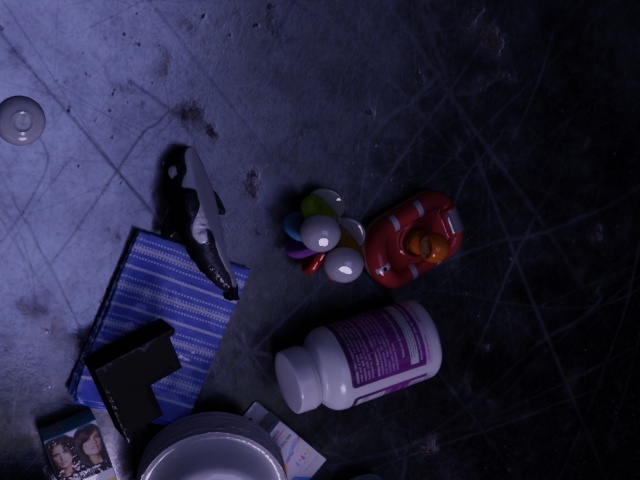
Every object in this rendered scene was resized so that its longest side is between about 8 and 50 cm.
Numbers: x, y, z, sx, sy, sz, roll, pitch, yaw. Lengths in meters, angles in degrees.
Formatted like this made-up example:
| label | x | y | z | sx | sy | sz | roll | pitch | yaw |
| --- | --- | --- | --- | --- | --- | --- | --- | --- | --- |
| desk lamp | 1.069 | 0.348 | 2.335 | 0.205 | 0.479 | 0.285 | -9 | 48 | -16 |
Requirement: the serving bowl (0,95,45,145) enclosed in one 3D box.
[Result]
| label | x | y | z | sx | sy | sz | roll | pitch | yaw |
| --- | --- | --- | --- | --- | --- | --- | --- | --- | --- |
| serving bowl | -0.496 | -0.198 | 1.605 | 0.083 | 0.027 | 0.083 | -5 | 103 | -25 |

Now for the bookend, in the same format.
| label | x | y | z | sx | sy | sz | roll | pitch | yaw |
| --- | --- | --- | --- | --- | --- | --- | --- | --- | --- |
| bookend | -0.315 | 0.247 | 1.727 | 0.157 | 0.072 | 0.156 | -29 | 114 | -22 |

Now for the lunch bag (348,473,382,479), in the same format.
| label | x | y | z | sx | sy | sz | roll | pitch | yaw |
| --- | --- | --- | --- | --- | --- | --- | --- | --- | --- |
| lunch bag | 0.073 | 0.636 | 2.020 | 0.224 | 0.108 | 0.279 | -23 | 108 | -13 |

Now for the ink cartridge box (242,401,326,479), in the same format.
| label | x | y | z | sx | sy | sz | roll | pitch | yaw |
| --- | --- | --- | --- | --- | --- | --- | --- | --- | --- |
| ink cartridge box | -0.090 | 0.415 | 1.918 | 0.181 | 0.061 | 0.104 | 44 | 81 | -26 |

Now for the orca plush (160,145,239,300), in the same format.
| label | x | y | z | sx | sy | sz | roll | pitch | yaw |
| --- | --- | --- | --- | --- | --- | --- | --- | --- | --- |
| orca plush | -0.231 | -0.018 | 1.740 | 0.102 | 0.151 | 0.287 | -17 | 109 | 15 |

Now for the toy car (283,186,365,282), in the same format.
| label | x | y | z | sx | sy | sz | roll | pitch | yaw |
| --- | --- | --- | --- | --- | --- | --- | --- | --- | --- |
| toy car | 0.000 | 0.000 | 1.839 | 0.136 | 0.159 | 0.182 | -26 | 118 | 21 |

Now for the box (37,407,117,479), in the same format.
| label | x | y | z | sx | sy | sz | roll | pitch | yaw |
| --- | --- | --- | --- | --- | --- | --- | --- | --- | --- |
| box | -0.424 | 0.438 | 1.763 | 0.101 | 0.060 | 0.244 | -22 | 110 | -20 |

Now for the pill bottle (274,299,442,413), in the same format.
| label | x | y | z | sx | sy | sz | roll | pitch | yaw |
| --- | --- | --- | --- | --- | --- | --- | --- | --- | --- |
| pill bottle | 0.071 | 0.232 | 1.895 | 0.302 | 0.169 | 0.169 | -15 | 108 | -22 |

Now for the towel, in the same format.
| label | x | y | z | sx | sy | sz | roll | pitch | yaw |
| --- | --- | --- | --- | --- | --- | --- | --- | --- | --- |
| towel | -0.292 | 0.170 | 1.780 | 0.243 | 0.040 | 0.336 | 22 | 91 | -29 |

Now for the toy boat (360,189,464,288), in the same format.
| label | x | y | z | sx | sy | sz | roll | pitch | yaw |
| --- | --- | --- | --- | --- | --- | --- | --- | --- | --- |
| toy boat | 0.198 | 0.006 | 1.915 | 0.231 | 0.151 | 0.151 | -31 | 112 | -17 |

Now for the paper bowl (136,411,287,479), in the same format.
| label | x | y | z | sx | sy | sz | roll | pitch | yaw |
| --- | --- | --- | --- | --- | --- | --- | --- | --- | --- |
| paper bowl | -0.198 | 0.473 | 1.791 | 0.284 | 0.148 | 0.284 | -3 | 107 | -9 |
